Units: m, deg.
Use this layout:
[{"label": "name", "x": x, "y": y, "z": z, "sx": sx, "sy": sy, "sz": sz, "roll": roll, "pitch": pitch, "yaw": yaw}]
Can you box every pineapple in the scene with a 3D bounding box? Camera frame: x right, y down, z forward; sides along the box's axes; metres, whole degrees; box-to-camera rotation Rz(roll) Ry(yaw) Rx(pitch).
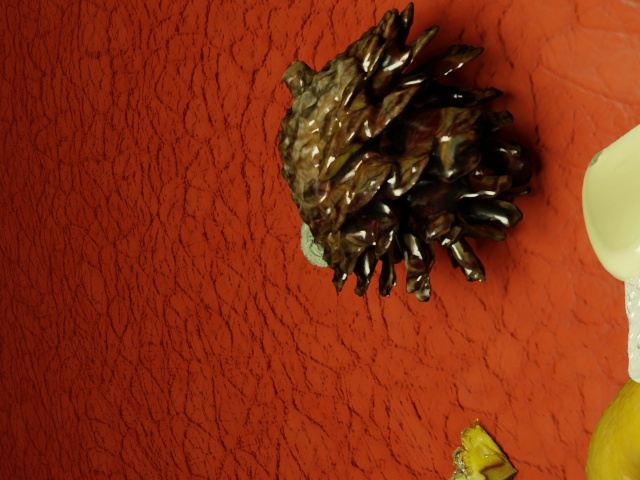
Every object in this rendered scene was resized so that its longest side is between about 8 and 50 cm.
[{"label": "pineapple", "x": 0.172, "y": 0.272, "z": 1.083, "sx": 0.077, "sy": 0.114, "sz": 0.114, "roll": 9, "pitch": 108, "yaw": 32}]

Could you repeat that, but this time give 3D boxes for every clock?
[{"label": "clock", "x": 0.000, "y": 0.000, "z": 1.313, "sx": 0.083, "sy": 0.010, "sz": 0.074, "roll": 14, "pitch": 107, "yaw": 49}]

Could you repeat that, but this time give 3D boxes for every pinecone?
[{"label": "pinecone", "x": 0.084, "y": -0.083, "z": 1.000, "sx": 0.295, "sy": 0.242, "sz": 0.298, "roll": 64, "pitch": 172, "yaw": 0}]

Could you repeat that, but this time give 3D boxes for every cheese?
[{"label": "cheese", "x": 0.277, "y": 0.008, "z": 0.827, "sx": 0.127, "sy": 0.054, "sz": 0.251, "roll": -41, "pitch": 28, "yaw": 47}]

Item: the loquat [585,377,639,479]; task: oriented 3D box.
[{"label": "loquat", "x": 0.321, "y": 0.185, "z": 0.788, "sx": 0.208, "sy": 0.208, "sz": 0.208, "roll": 12, "pitch": 106, "yaw": 50}]
